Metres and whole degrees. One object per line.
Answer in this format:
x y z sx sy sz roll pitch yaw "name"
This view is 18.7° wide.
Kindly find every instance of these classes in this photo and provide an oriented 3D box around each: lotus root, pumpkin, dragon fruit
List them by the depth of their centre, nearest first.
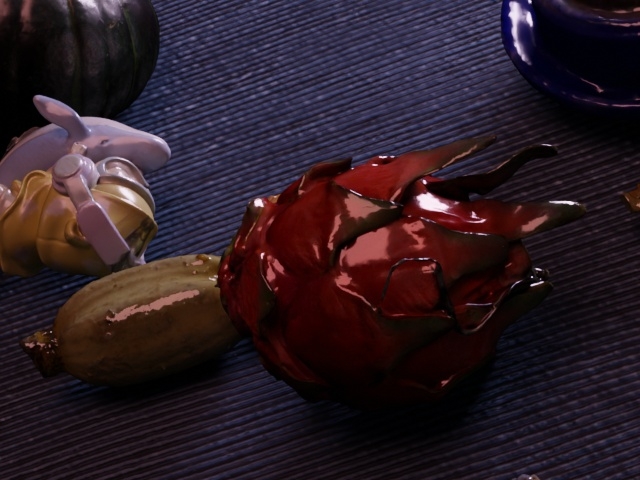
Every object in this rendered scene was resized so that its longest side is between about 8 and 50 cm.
0.054 0.024 1.368 0.274 0.192 0.193 -7 51 15 "dragon fruit"
-0.139 0.066 1.494 0.183 0.077 0.090 -18 36 3 "lotus root"
-0.266 -0.193 1.716 0.250 0.216 0.250 12 29 -6 "pumpkin"

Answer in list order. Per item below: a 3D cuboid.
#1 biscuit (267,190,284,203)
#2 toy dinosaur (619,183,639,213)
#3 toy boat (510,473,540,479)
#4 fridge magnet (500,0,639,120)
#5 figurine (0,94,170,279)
-0.001 -0.001 1.537 0.118 0.023 0.140 -25 42 1 "biscuit"
0.298 -0.022 1.410 0.126 0.039 0.162 -30 44 -8 "toy dinosaur"
0.052 0.280 1.192 0.321 0.089 0.121 -46 41 -19 "toy boat"
0.270 -0.203 1.543 0.265 0.113 0.265 -13 46 14 "fridge magnet"
-0.214 -0.025 1.592 0.208 0.128 0.184 -33 45 3 "figurine"
